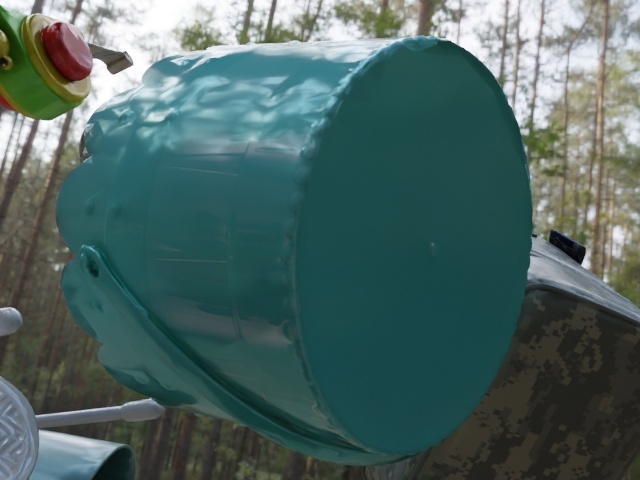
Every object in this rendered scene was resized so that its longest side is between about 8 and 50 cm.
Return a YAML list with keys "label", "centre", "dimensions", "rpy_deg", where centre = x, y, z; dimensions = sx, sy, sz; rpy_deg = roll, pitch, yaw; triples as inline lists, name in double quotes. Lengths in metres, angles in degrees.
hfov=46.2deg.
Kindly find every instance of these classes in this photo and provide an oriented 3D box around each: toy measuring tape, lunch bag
- label: "toy measuring tape"
  centre: [-0.307, -0.201, 0.920]
  dimensions: [0.122, 0.121, 0.330]
  rpy_deg: [6, 6, 13]
- label: "lunch bag"
  centre: [0.176, 0.139, 0.763]
  dimensions: [0.213, 0.305, 0.256]
  rpy_deg: [20, 14, -15]

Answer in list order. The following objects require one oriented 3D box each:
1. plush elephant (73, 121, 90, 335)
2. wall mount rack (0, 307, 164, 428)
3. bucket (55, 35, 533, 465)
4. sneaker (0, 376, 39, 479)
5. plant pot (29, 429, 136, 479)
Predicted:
- label: "plush elephant"
  centre: [-0.164, -0.009, 0.890]
  dimensions: [0.256, 0.271, 0.330]
  rpy_deg: [13, -1, 8]
- label: "wall mount rack"
  centre: [-0.314, 0.080, 0.631]
  dimensions: [0.304, 0.130, 0.350]
  rpy_deg: [30, -14, 30]
- label: "bucket"
  centre: [0.000, 0.000, 0.485]
  dimensions: [0.183, 0.281, 0.281]
  rpy_deg: [7, -15, 42]
- label: "sneaker"
  centre: [-0.288, 0.121, 0.306]
  dimensions: [0.293, 0.108, 0.169]
  rpy_deg: [11, -43, -31]
- label: "plant pot"
  centre: [-0.393, 0.360, 0.910]
  dimensions: [0.235, 0.292, 0.293]
  rpy_deg: [15, -17, 5]
